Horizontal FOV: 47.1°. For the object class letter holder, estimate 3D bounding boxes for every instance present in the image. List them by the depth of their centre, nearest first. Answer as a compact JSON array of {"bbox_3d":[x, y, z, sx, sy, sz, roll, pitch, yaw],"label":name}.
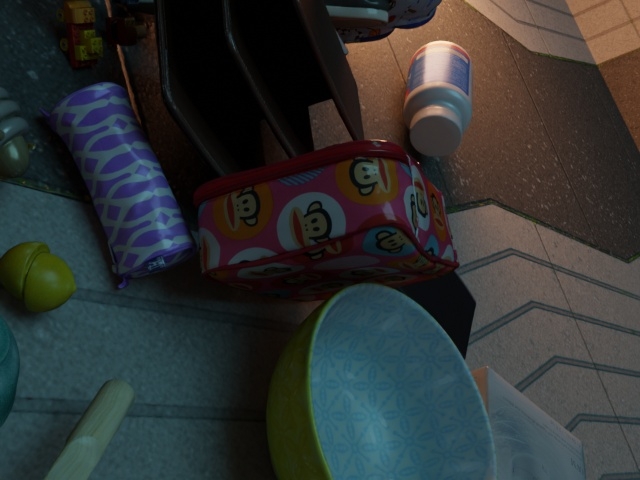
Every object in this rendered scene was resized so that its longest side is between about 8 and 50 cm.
[{"bbox_3d":[-0.051,-0.164,0.828,0.302,0.152,0.214,56,24,-60],"label":"letter holder"}]

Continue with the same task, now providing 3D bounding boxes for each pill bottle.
[{"bbox_3d":[0.216,-0.257,1.344,0.124,0.124,0.221,40,39,-25],"label":"pill bottle"}]

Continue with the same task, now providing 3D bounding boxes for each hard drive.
[{"bbox_3d":[0.135,0.061,1.077,0.254,0.054,0.172,47,37,-16],"label":"hard drive"}]

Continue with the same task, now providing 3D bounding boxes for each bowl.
[{"bbox_3d":[0.037,0.204,0.769,0.289,0.156,0.289,30,45,-35],"label":"bowl"}]

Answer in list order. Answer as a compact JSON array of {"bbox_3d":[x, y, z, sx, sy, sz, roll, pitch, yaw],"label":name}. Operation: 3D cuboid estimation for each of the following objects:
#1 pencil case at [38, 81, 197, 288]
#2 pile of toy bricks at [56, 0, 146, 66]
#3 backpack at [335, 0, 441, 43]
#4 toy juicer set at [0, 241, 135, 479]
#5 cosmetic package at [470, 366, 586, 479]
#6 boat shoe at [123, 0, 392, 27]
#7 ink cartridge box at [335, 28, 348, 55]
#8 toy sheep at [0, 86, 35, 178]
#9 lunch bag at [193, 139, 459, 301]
[{"bbox_3d":[-0.200,-0.056,0.740,0.086,0.088,0.206,72,-7,-82],"label":"pencil case"},{"bbox_3d":[-0.222,-0.296,0.788,0.118,0.105,0.212,-32,128,-53],"label":"pile of toy bricks"},{"bbox_3d":[0.094,-0.462,1.238,0.264,0.213,0.276,-10,73,-21],"label":"backpack"},{"bbox_3d":[-0.264,0.083,0.565,0.329,0.089,0.209,53,22,6],"label":"toy juicer set"},{"bbox_3d":[0.226,0.322,0.930,0.224,0.138,0.224,38,42,-26],"label":"cosmetic package"},{"bbox_3d":[-0.077,-0.322,0.914,0.112,0.335,0.095,-102,-166,-84],"label":"boat shoe"},{"bbox_3d":[-0.044,-0.264,1.028,0.056,0.135,0.099,-28,87,-51],"label":"ink cartridge box"},{"bbox_3d":[-0.308,-0.105,0.639,0.132,0.091,0.091,47,37,-8],"label":"toy sheep"},{"bbox_3d":[0.000,0.000,0.797,0.293,0.258,0.120,26,51,-67],"label":"lunch bag"}]
